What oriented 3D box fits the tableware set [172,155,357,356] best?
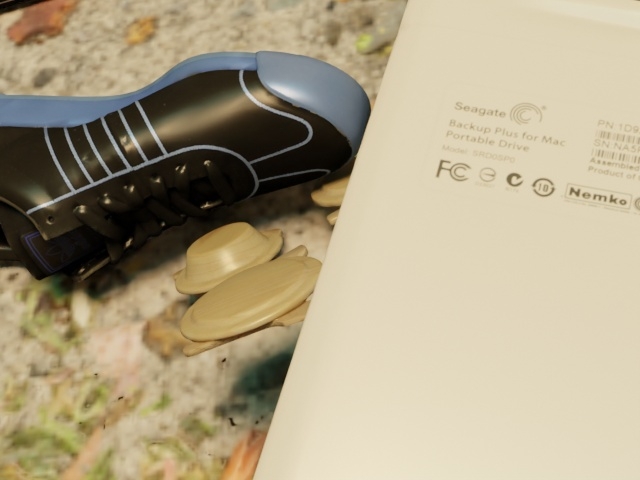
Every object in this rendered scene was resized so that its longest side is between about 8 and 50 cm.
[{"bbox_3d":[0.000,0.000,0.571,0.141,0.020,0.168,-24,19,-2],"label":"tableware set"}]

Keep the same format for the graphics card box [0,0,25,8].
[{"bbox_3d":[-0.256,-0.234,0.786,0.371,0.094,0.232,-16,56,2],"label":"graphics card box"}]

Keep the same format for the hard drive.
[{"bbox_3d":[0.095,0.046,0.449,0.203,0.040,0.307,11,62,12],"label":"hard drive"}]

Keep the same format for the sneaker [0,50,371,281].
[{"bbox_3d":[-0.090,-0.026,0.619,0.232,0.081,0.090,-6,53,21],"label":"sneaker"}]
